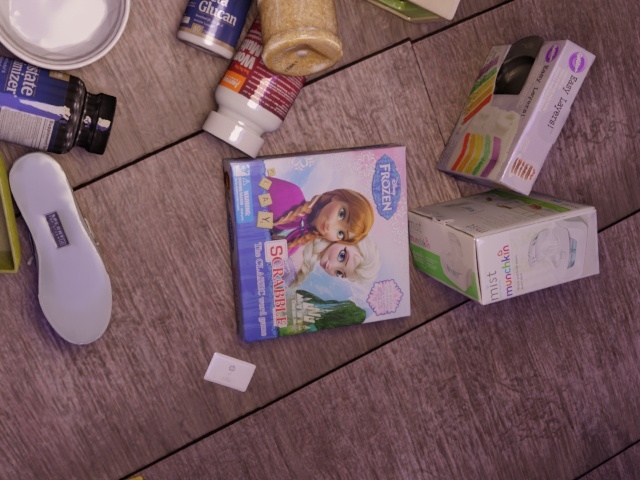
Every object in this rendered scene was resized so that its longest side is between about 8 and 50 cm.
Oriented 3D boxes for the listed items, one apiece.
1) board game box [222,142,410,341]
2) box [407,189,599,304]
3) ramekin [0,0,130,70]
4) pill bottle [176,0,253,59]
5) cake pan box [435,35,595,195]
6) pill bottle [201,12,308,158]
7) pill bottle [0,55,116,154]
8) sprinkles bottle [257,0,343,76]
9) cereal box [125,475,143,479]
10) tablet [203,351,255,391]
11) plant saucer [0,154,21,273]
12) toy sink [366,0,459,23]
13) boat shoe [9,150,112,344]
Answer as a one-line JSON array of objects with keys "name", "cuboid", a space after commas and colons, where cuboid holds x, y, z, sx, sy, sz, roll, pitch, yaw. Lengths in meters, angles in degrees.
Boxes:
[{"name": "board game box", "cuboid": [0.000, 0.000, 1.413, 0.318, 0.066, 0.318, -8, 104, -17]}, {"name": "box", "cuboid": [0.314, -0.003, 1.415, 0.231, 0.262, 0.126, -14, 106, -16]}, {"name": "ramekin", "cuboid": [-0.390, -0.356, 1.180, 0.207, 0.109, 0.207, -4, 102, -18]}, {"name": "pill bottle", "cuboid": [-0.155, -0.380, 1.262, 0.094, 0.094, 0.169, 19, 95, -21]}, {"name": "cake pan box", "cuboid": [0.329, -0.219, 1.381, 0.070, 0.246, 0.266, 24, 94, -22]}, {"name": "pill bottle", "cuboid": [-0.096, -0.252, 1.296, 0.121, 0.121, 0.221, 29, 91, -22]}, {"name": "pill bottle", "cuboid": [-0.425, -0.199, 1.195, 0.219, 0.123, 0.122, 12, 97, -21]}, {"name": "sprinkles bottle", "cuboid": [-0.044, -0.428, 1.196, 0.121, 0.121, 0.355, -1, 73, -19]}, {"name": "cereal box", "cuboid": [-0.375, 0.553, 1.417, 0.173, 0.047, 0.240, -14, 106, -16]}, {"name": "tablet", "cuboid": [-0.163, 0.237, 1.442, 0.083, 0.006, 0.054, 22, 94, -22]}, {"name": "plant saucer", "cuboid": [-0.526, -0.048, 1.195, 0.189, 0.045, 0.188, 1, 105, 22]}, {"name": "toy sink", "cuboid": [0.106, -0.454, 1.304, 0.234, 0.153, 0.131, 20, 95, -22]}, {"name": "boat shoe", "cuboid": [-0.407, 0.010, 1.258, 0.113, 0.105, 0.306, -22, 101, -9]}]
